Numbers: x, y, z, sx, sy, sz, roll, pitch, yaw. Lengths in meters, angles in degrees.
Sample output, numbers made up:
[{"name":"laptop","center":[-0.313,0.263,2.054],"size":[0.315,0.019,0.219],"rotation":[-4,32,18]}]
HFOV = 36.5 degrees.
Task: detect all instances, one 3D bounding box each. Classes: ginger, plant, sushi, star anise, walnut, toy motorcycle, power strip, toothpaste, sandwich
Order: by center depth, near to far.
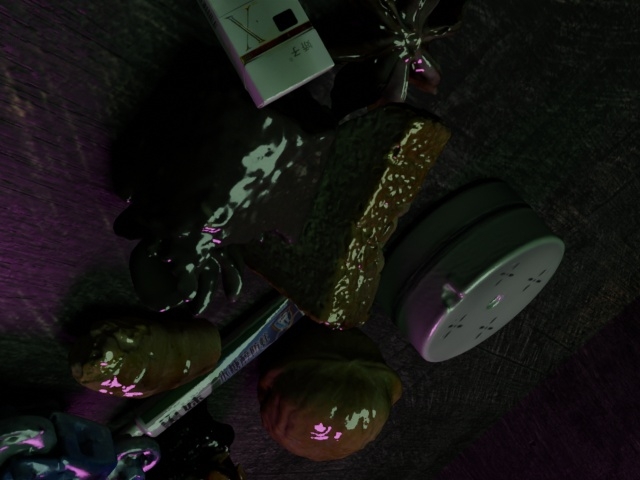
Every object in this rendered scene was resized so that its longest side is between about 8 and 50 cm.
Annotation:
[{"name":"plant","center":[-0.111,-0.059,1.088],"size":[0.188,0.199,0.276],"rotation":[10,120,-52]},{"name":"star anise","center":[0.091,-0.251,1.162],"size":[0.288,0.088,0.288],"rotation":[-31,142,-28]},{"name":"sandwich","center":[0.004,-0.066,1.173],"size":[0.099,0.254,0.288],"rotation":[5,117,-42]},{"name":"ginger","center":[-0.248,0.163,1.369],"size":[0.109,0.116,0.263],"rotation":[-6,176,31]},{"name":"toy motorcycle","center":[-0.403,0.317,1.370],"size":[0.241,0.182,0.319],"rotation":[-12,155,31]},{"name":"toothpaste","center":[-0.170,0.205,1.574],"size":[0.392,0.061,0.099],"rotation":[-38,151,-6]},{"name":"sushi","center":[-0.232,0.422,1.670],"size":[0.215,0.212,0.227],"rotation":[-28,152,-22]},{"name":"walnut","center":[0.015,0.277,1.735],"size":[0.282,0.227,0.283],"rotation":[2,146,1]},{"name":"power strip","center":[0.278,0.061,1.800],"size":[0.357,0.161,0.357],"rotation":[-31,153,-18]}]

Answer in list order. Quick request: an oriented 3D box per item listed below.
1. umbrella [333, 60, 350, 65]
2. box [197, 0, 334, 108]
[{"name":"umbrella","center":[0.011,-0.220,1.178],"size":[0.083,0.031,0.020],"rotation":[3,100,-56]},{"name":"box","center":[-0.062,-0.217,0.954],"size":[0.084,0.154,0.040],"rotation":[-31,-177,-17]}]
